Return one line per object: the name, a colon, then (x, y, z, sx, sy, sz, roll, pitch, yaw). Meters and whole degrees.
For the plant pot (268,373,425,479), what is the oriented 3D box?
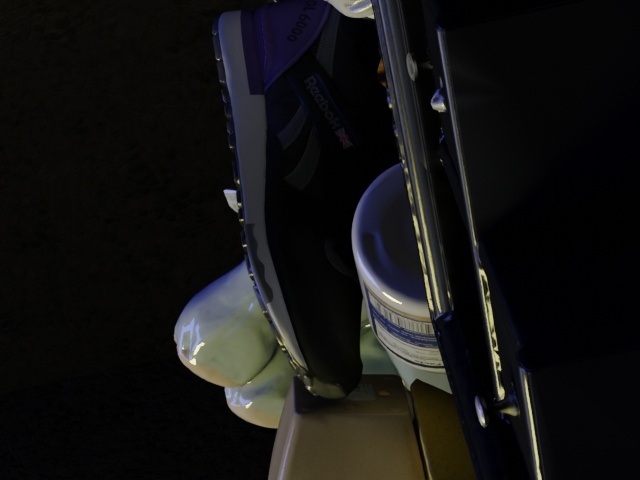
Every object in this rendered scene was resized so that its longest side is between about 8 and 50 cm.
plant pot: (0.018, 0.145, 0.989, 0.109, 0.109, 0.096, -96, 6, -75)

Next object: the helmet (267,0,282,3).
helmet: (-0.023, -0.292, 1.261, 0.161, 0.169, 0.169, 60, -174, -16)

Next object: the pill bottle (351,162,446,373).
pill bottle: (0.070, 0.023, 0.886, 0.169, 0.094, 0.094, 75, -177, -69)

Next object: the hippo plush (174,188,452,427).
hippo plush: (0.000, 0.000, 1.229, 0.236, 0.234, 0.294, -88, -25, -51)

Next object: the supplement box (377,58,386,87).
supplement box: (0.047, -0.176, 1.314, 0.233, 0.080, 0.078, -42, -61, -87)

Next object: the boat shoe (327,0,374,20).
boat shoe: (0.029, -0.172, 0.876, 0.267, 0.096, 0.088, -30, -78, -87)

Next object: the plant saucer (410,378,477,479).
plant saucer: (0.140, 0.304, 0.962, 0.333, 0.081, 0.332, -100, -1, -52)

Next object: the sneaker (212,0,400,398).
sneaker: (0.012, -0.042, 0.975, 0.107, 0.124, 0.283, 53, -155, -67)

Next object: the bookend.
bookend: (0.066, -0.004, 0.413, 0.157, 0.072, 0.156, -101, -1, -59)
